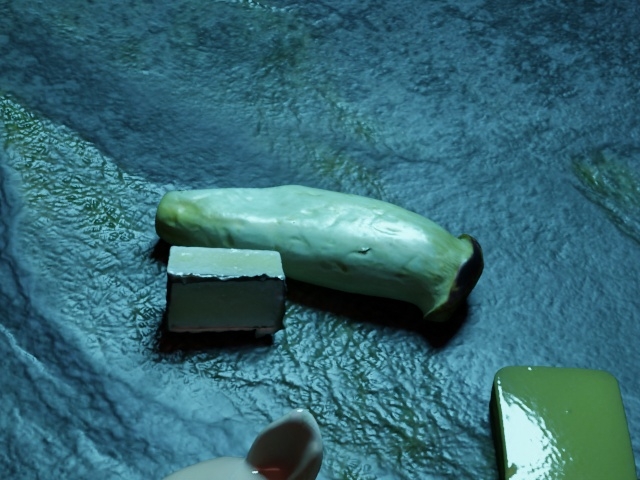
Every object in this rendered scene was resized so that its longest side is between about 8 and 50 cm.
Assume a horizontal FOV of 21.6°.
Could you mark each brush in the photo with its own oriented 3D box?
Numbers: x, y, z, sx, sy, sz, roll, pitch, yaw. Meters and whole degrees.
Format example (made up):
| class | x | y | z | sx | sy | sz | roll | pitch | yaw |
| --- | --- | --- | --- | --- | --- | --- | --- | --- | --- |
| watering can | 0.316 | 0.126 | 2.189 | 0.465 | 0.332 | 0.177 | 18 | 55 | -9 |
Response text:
| class | x | y | z | sx | sy | sz | roll | pitch | yaw |
| --- | --- | --- | --- | --- | --- | --- | --- | --- | --- |
| brush | 0.227 | 0.210 | 1.566 | 0.123 | 0.059 | 0.197 | 1 | 48 | -3 |

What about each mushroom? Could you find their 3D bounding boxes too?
| class | x | y | z | sx | sy | sz | roll | pitch | yaw |
| --- | --- | --- | --- | --- | --- | --- | --- | --- | --- |
| mushroom | 0.001 | -0.003 | 1.705 | 0.333 | 0.087 | 0.107 | 15 | 50 | 8 |

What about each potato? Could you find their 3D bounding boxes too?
| class | x | y | z | sx | sy | sz | roll | pitch | yaw |
| --- | --- | --- | --- | --- | --- | --- | --- | --- | --- |
| potato | -0.094 | 0.049 | 1.646 | 0.122 | 0.086 | 0.061 | 1 | 39 | -10 |

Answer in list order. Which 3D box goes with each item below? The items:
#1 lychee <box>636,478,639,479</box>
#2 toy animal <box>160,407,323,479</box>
| class | x | y | z | sx | sy | sz | roll | pitch | yaw |
| --- | --- | --- | --- | --- | --- | --- | --- | --- | --- |
| lychee | 0.379 | 0.225 | 1.490 | 0.238 | 0.200 | 0.200 | 6 | 47 | -20 |
| toy animal | -0.017 | 0.304 | 1.359 | 0.326 | 0.237 | 0.269 | 6 | 58 | -9 |
